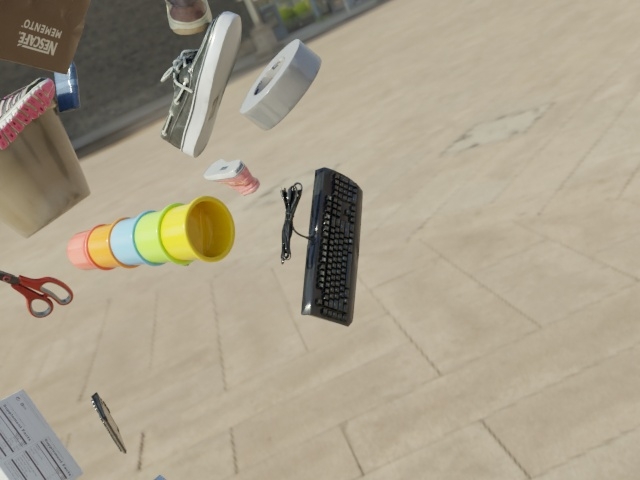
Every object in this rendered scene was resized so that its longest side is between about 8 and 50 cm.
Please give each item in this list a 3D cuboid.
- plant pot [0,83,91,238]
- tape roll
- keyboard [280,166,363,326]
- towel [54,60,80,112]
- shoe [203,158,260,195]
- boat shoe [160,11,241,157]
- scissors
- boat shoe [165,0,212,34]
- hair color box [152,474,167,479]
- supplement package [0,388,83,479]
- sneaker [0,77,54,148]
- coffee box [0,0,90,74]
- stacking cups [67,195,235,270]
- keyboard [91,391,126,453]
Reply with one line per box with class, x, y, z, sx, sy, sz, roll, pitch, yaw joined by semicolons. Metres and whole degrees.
plant pot;-0.705;-0.167;2.026;0.323;0.280;0.323;-33;10;7
tape roll;-0.094;-0.362;2.006;0.219;0.072;0.219;-45;20;22
keyboard;0.000;0.000;1.712;0.202;0.317;0.033;18;-25;-30
towel;-0.621;-0.377;2.114;0.067;0.119;0.029;-8;-2;32
shoe;-0.212;-0.146;2.047;0.063;0.081;0.178;-52;26;-19
boat shoe;-0.232;-0.299;1.599;0.113;0.105;0.306;-59;-5;-46
scissors;-0.677;0.081;1.912;0.109;0.297;0.021;-37;45;4
boat shoe;-0.260;-0.490;1.579;0.103;0.092;0.285;-10;49;-10
hair color box;-0.399;0.655;1.657;0.374;0.185;0.114;-36;39;-27
supplement package;-0.619;0.449;1.627;0.262;0.204;0.145;-41;-6;30
sneaker;-0.575;-0.250;1.607;0.170;0.075;0.063;-48;-19;-6
coffee box;-0.388;-0.270;0.901;0.247;0.098;0.141;25;10;16
stacking cups;-0.264;0.003;1.298;0.316;0.096;0.096;-10;20;43
keyboard;-0.498;0.421;2.007;0.023;0.180;0.108;-23;52;-13
